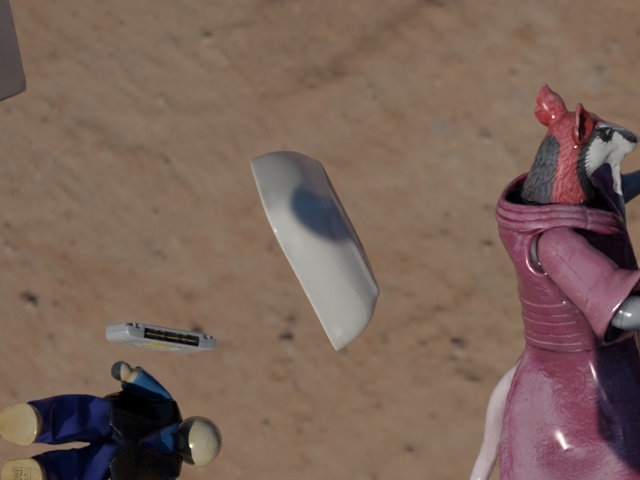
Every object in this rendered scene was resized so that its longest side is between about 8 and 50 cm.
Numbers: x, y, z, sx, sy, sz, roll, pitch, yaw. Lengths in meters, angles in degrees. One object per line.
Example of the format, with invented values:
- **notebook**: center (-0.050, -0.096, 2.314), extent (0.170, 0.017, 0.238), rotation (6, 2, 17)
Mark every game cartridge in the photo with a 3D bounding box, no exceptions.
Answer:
- **game cartridge**: center (-0.137, 0.083, 1.636), extent (0.083, 0.056, 0.017), rotation (11, 82, -27)

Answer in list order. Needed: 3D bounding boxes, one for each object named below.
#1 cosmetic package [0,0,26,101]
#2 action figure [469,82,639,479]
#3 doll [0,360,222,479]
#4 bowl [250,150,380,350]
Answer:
- **cosmetic package**: center (-0.264, -0.267, 0.879), extent (0.097, 0.377, 0.284), rotation (-27, 44, -24)
- **action figure**: center (0.199, 0.052, 1.517), extent (0.275, 0.370, 0.248), rotation (-13, 20, 10)
- **doll**: center (-0.144, 0.150, 1.377), extent (0.046, 0.189, 0.129), rotation (-8, 84, 40)
- **bowl**: center (0.000, 0.000, 1.499), extent (0.053, 0.142, 0.142), rotation (-25, 25, 4)
